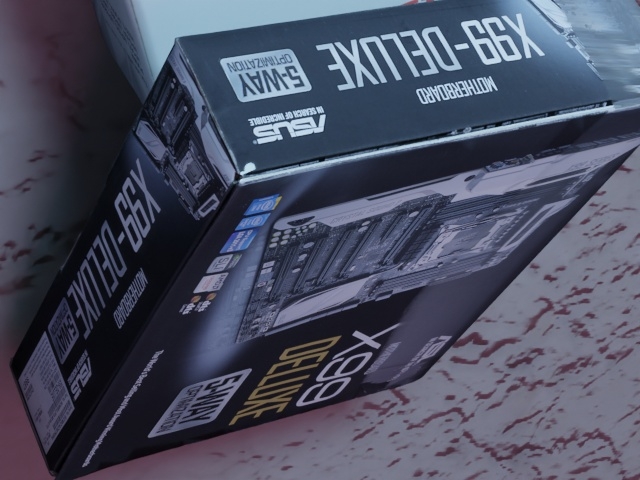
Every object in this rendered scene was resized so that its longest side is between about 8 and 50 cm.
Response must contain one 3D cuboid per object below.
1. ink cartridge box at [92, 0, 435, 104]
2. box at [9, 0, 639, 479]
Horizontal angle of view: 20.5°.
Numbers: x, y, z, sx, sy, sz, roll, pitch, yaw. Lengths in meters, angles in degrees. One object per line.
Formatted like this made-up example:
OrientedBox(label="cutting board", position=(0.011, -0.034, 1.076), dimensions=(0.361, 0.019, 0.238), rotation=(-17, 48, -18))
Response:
OrientedBox(label="ink cartridge box", position=(-0.024, -0.202, 0.797), dimensions=(0.197, 0.114, 0.273), rotation=(-22, 130, -12))
OrientedBox(label="box", position=(0.000, 0.000, 0.880), dimensions=(0.242, 0.076, 0.307), rotation=(-12, 156, -31))
